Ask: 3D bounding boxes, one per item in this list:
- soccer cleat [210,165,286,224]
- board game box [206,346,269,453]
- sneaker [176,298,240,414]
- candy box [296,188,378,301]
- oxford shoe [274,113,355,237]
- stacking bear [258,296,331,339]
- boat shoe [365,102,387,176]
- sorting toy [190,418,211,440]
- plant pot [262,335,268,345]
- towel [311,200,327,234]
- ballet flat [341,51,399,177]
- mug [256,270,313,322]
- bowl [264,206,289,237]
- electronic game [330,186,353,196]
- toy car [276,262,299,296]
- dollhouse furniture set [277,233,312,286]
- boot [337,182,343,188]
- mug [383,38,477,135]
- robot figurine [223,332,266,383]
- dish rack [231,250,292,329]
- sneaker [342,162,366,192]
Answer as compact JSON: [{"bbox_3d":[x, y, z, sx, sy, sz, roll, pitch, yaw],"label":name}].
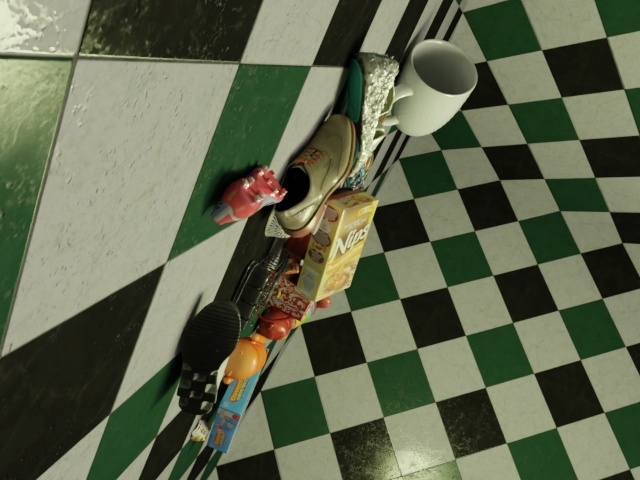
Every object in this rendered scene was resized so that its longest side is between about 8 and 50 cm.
[{"bbox_3d":[-0.137,-0.087,1.114,0.095,0.083,0.248,-33,-175,15],"label":"soccer cleat"},{"bbox_3d":[-0.313,0.595,2.164,0.302,0.086,0.308,-67,179,-48],"label":"board game box"},{"bbox_3d":[-0.266,0.249,1.363,0.146,0.122,0.331,-85,-164,-60],"label":"sneaker"},{"bbox_3d":[0.049,0.013,1.709,0.182,0.087,0.317,-18,133,-49],"label":"candy box"},{"bbox_3d":[-0.010,-0.181,1.417,0.349,0.122,0.130,-68,156,-15],"label":"oxford shoe"},{"bbox_3d":[-0.124,0.281,2.214,0.175,0.164,0.289,-32,-175,46],"label":"stacking bear"},{"bbox_3d":[0.129,-0.327,1.910,0.104,0.110,0.308,-34,143,-66],"label":"boat shoe"},{"bbox_3d":[-0.436,0.681,2.057,0.083,0.044,0.075,-58,153,-25],"label":"sorting toy"},{"bbox_3d":[-0.196,0.334,2.390,0.236,0.032,0.236,-59,172,-14],"label":"plant pot"},{"bbox_3d":[-0.012,-0.132,1.575,0.144,0.029,0.197,110,-19,-54],"label":"towel"},{"bbox_3d":[0.128,-0.328,1.553,0.147,0.146,0.409,-56,168,-35],"label":"ballet flat"},{"bbox_3d":[-0.120,0.200,1.866,0.150,0.169,0.113,-63,173,14],"label":"mug"},{"bbox_3d":[-0.073,-0.068,1.539,0.170,0.080,0.170,-60,172,-15],"label":"bowl"},{"bbox_3d":[0.006,-0.093,1.764,0.229,0.048,0.229,-26,164,-8],"label":"electronic game"},{"bbox_3d":[-0.101,0.123,1.805,0.040,0.060,0.122,137,-35,-69],"label":"toy car"},{"bbox_3d":[0.000,0.000,2.003,0.374,0.152,0.201,-55,171,-38],"label":"dollhouse furniture set"},{"bbox_3d":[0.008,-0.155,1.815,0.123,0.095,0.258,-37,155,-42],"label":"boot"},{"bbox_3d":[0.381,-0.561,2.248,0.373,0.276,0.328,-23,163,-25],"label":"mug"},{"bbox_3d":[-0.247,0.376,1.837,0.157,0.128,0.219,-19,175,5],"label":"robot figurine"},{"bbox_3d":[-0.172,0.132,1.663,0.208,0.074,0.271,-62,175,20],"label":"dish rack"},{"bbox_3d":[0.116,-0.180,1.874,0.125,0.104,0.262,-111,-169,-46],"label":"sneaker"}]
